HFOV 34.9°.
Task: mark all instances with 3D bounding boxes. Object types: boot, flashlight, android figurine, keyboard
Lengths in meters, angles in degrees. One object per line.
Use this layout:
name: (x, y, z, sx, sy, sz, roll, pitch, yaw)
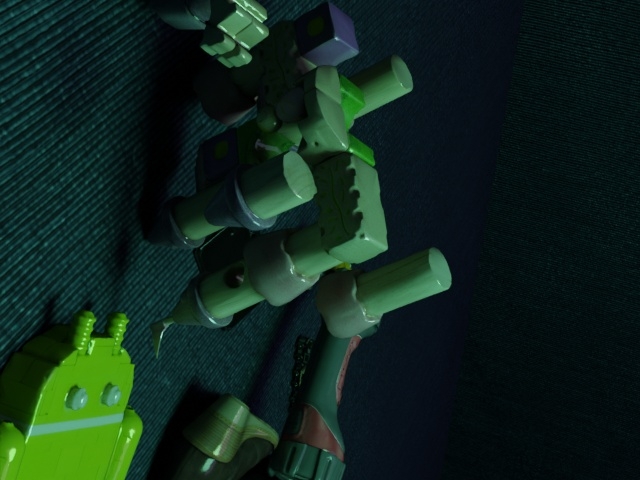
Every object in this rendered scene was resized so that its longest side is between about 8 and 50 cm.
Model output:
boot: (-0.150, 0.296, 1.263, 0.207, 0.090, 0.248, -55, 164, -12)
flashlight: (0.020, 0.199, 1.421, 0.103, 0.103, 0.304, 96, 14, -64)
android figurine: (-0.234, 0.190, 0.890, 0.248, 0.056, 0.273, 26, 82, -73)
keyboard: (-0.105, 0.026, 1.212, 0.100, 0.038, 0.192, -41, 152, -20)

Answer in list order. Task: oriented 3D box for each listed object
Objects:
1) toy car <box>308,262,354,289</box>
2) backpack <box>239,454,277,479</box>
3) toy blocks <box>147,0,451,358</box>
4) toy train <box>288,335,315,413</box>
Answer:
toy car: (0.000, 0.000, 1.466, 0.225, 0.053, 0.239, -44, 145, -59)
backpack: (-0.071, 0.460, 1.458, 0.254, 0.191, 0.225, -71, 165, 7)
toy blocks: (-0.079, -0.067, 0.941, 0.309, 0.260, 0.289, 28, 48, -49)
toy train: (-0.026, 0.222, 1.614, 0.027, 0.036, 0.158, -48, 149, -56)
